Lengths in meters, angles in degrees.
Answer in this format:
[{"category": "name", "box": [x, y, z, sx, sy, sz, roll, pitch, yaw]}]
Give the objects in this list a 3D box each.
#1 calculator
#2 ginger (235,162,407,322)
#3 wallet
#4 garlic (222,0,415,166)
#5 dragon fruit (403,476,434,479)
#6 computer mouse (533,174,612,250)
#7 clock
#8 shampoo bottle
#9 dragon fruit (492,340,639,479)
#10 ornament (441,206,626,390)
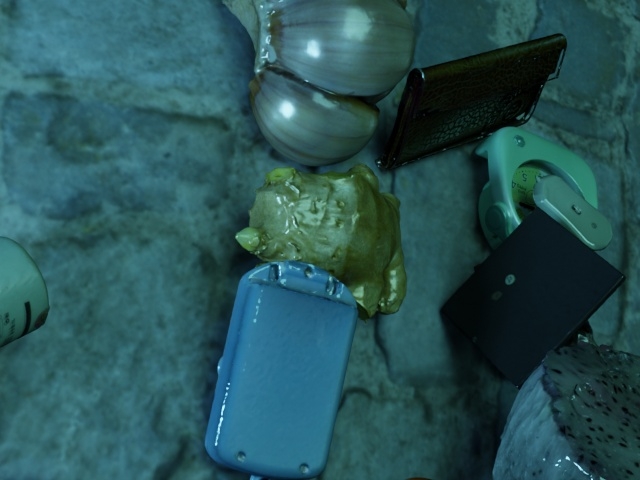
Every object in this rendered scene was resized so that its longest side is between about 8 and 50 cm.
[{"category": "calculator", "box": [-0.034, 0.122, 1.253, 0.121, 0.039, 0.210, 14, 83, -24]}, {"category": "ginger", "box": [0.000, 0.000, 1.344, 0.216, 0.102, 0.157, 3, 92, -40]}, {"category": "wallet", "box": [0.171, -0.153, 1.528, 0.243, 0.133, 0.039, -20, 54, -41]}, {"category": "garlic", "box": [0.016, -0.197, 1.417, 0.191, 0.160, 0.214, 1, 63, -24]}, {"category": "dragon fruit", "box": [0.088, 0.312, 1.174, 0.243, 0.227, 0.307, -17, 58, -48]}, {"category": "computer mouse", "box": [0.270, -0.028, 1.520, 0.110, 0.032, 0.056, 43, 50, 1]}, {"category": "clock", "box": [0.240, -0.028, 1.559, 0.148, 0.060, 0.189, 23, 56, -26]}, {"category": "shampoo bottle", "box": [-0.335, 0.081, 1.066, 0.262, 0.085, 0.085, -29, 86, -42]}, {"category": "dragon fruit", "box": [0.266, 0.244, 1.342, 0.283, 0.221, 0.204, -5, 40, -45]}, {"category": "ornament", "box": [0.259, 0.096, 1.464, 0.196, 0.153, 0.166, 41, 5, -41]}]
